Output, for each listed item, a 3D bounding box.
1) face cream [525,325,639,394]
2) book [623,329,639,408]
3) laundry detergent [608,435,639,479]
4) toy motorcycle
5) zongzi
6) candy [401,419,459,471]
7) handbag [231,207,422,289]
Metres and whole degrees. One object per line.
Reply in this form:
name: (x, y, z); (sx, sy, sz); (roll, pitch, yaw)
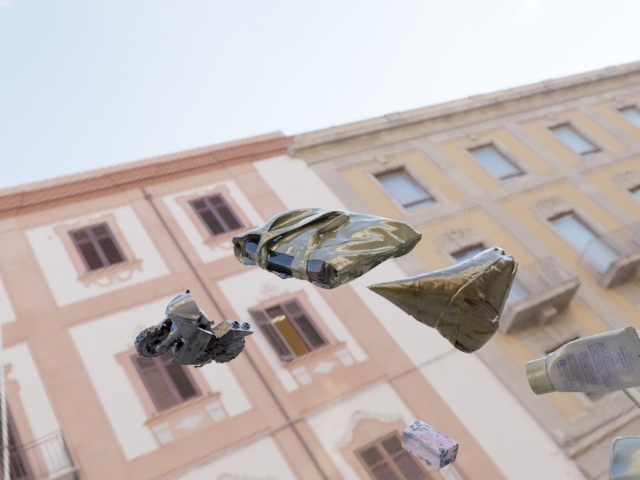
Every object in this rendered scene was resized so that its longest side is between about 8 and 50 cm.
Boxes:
face cream: (0.516, 0.245, 1.364); (0.224, 0.114, 0.070); (-24, -4, 34)
book: (0.736, 0.313, 1.454); (0.239, 0.352, 0.035); (-2, -52, -30)
laundry detergent: (0.702, 0.432, 1.153); (0.264, 0.398, 0.125); (61, -141, -32)
toy motorcycle: (-0.246, 0.185, 1.450); (0.270, 0.106, 0.159); (13, -64, -47)
zongzi: (0.291, 0.087, 1.644); (0.274, 0.300, 0.145); (-56, -13, -42)
candy: (0.323, 0.609, 2.107); (0.092, 0.160, 0.073); (-18, -62, -38)
handbag: (0.000, 0.002, 1.388); (0.253, 0.316, 0.109); (-24, -62, -44)
